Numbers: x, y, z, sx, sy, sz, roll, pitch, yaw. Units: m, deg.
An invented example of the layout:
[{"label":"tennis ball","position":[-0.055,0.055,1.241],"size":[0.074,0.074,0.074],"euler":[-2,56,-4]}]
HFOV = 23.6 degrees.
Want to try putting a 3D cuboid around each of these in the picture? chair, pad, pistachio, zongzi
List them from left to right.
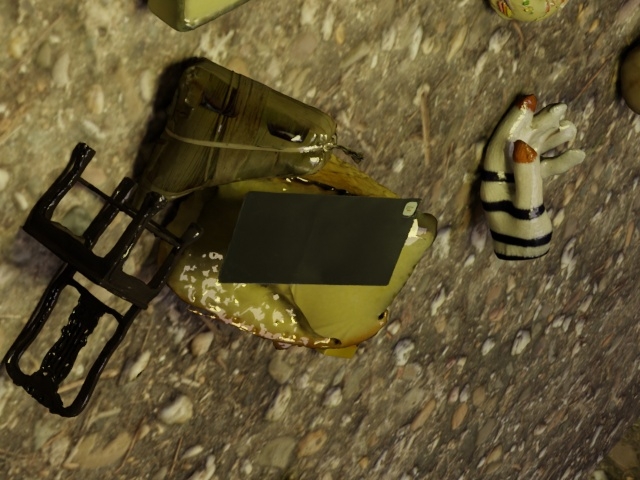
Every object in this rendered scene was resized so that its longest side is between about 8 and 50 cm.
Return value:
[{"label":"chair","position":[-0.222,0.044,1.408],"size":[0.229,0.106,0.113],"euler":[-56,154,-2]},{"label":"zongzi","position":[-0.072,-0.063,1.469],"size":[0.081,0.189,0.178],"euler":[-76,-170,-67]},{"label":"pad","position":[0.000,0.000,1.518],"size":[0.193,0.004,0.116],"euler":[1,128,-25]},{"label":"pistachio","position":[0.498,-0.242,2.289],"size":[0.113,0.113,0.149],"euler":[-47,167,-17]}]

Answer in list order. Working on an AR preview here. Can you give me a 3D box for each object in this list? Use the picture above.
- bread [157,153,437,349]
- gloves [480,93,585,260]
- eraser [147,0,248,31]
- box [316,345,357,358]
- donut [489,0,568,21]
[{"label":"bread","position":[-0.037,0.002,1.612],"size":[0.262,0.162,0.204],"euler":[23,104,-20]},{"label":"gloves","position":[0.274,-0.089,2.084],"size":[0.140,0.131,0.218],"euler":[-20,106,-47]},{"label":"eraser","position":[-0.096,-0.276,1.316],"size":[0.117,0.058,0.172],"euler":[-36,147,-34]},{"label":"box","position":[0.054,0.082,1.994],"size":[0.155,0.023,0.087],"euler":[-60,150,7]},{"label":"donut","position":[0.266,-0.337,1.833],"size":[0.174,0.068,0.174],"euler":[-39,149,-29]}]
